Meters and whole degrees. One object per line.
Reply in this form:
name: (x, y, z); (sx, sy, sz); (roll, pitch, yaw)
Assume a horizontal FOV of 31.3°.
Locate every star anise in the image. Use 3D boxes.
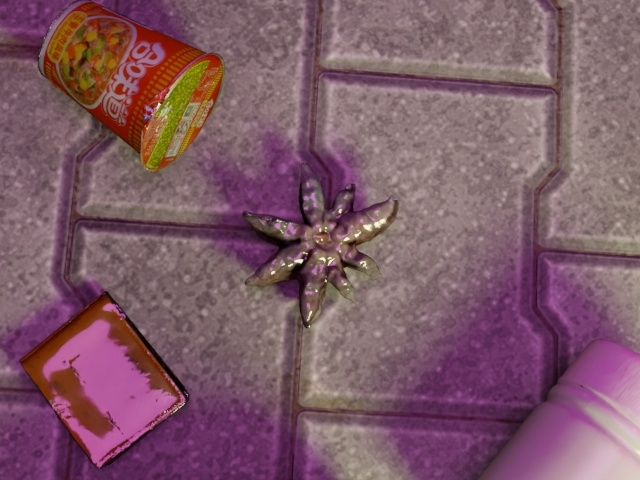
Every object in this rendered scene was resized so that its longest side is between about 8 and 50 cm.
star anise: (0.000, 0.000, 1.590); (0.236, 0.093, 0.229); (-16, 80, -5)

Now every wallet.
wallet: (-0.296, 0.192, 1.561); (0.161, 0.042, 0.195); (-39, 80, -15)

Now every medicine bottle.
medicine bottle: (0.337, 0.309, 1.487); (0.202, 0.202, 0.316); (41, 79, 6)

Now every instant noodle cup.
instant noodle cup: (-0.273, -0.229, 1.590); (0.212, 0.193, 0.193); (33, 78, 12)
